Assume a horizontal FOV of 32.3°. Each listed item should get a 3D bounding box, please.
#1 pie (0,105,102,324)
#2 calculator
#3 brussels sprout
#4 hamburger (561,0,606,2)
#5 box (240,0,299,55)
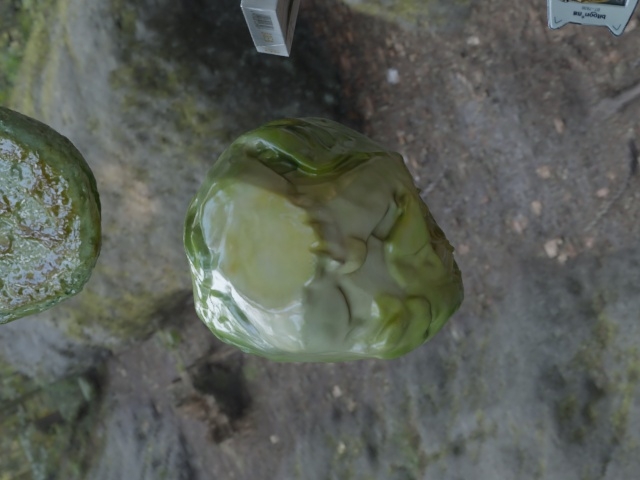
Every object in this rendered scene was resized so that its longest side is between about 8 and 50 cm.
[{"bbox_3d":[-0.377,-0.017,1.184,0.067,0.302,0.303,-99,3,-56],"label":"pie"},{"bbox_3d":[0.496,-0.496,1.955,0.040,0.177,0.268,-90,7,-55],"label":"calculator"},{"bbox_3d":[0.000,0.000,1.201,0.344,0.344,0.268,9,95,63],"label":"brussels sprout"},{"bbox_3d":[0.287,-0.359,1.162,0.231,0.107,0.231,14,118,27],"label":"hamburger"},{"bbox_3d":[-0.081,-0.424,1.902,0.233,0.067,0.150,65,-143,-80],"label":"box"}]
